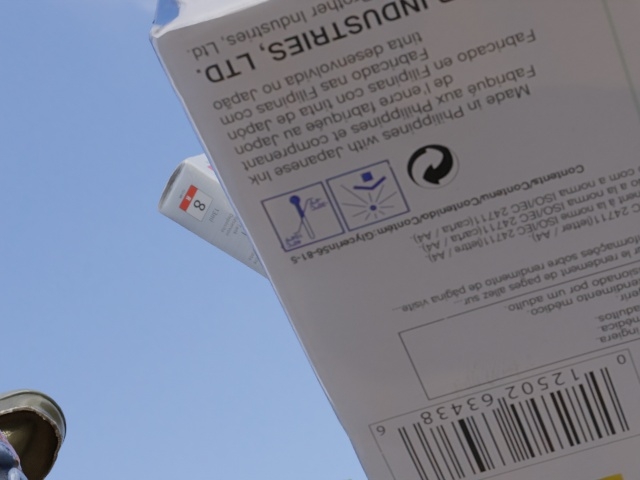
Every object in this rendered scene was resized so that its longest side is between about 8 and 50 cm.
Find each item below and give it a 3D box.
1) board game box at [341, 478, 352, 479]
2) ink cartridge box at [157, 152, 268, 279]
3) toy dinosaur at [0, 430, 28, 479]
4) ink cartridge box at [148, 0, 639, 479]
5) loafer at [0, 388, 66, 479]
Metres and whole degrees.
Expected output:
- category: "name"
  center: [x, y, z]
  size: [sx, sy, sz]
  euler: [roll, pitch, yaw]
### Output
- category: "board game box"
  center: [-0.050, 0.158, 0.683]
  size: [0.092, 0.181, 0.043]
  euler: [-38, -82, -31]
- category: "ink cartridge box"
  center: [0.000, 0.000, 0.972]
  size: [0.045, 0.179, 0.145]
  euler: [-64, -9, 14]
- category: "toy dinosaur"
  center: [-0.123, 0.095, 0.610]
  size: [0.047, 0.082, 0.090]
  euler: [-44, 12, 47]
- category: "ink cartridge box"
  center: [0.136, 0.014, 0.606]
  size: [0.270, 0.151, 0.395]
  euler: [-17, -61, 13]
- category: "loafer"
  center: [-0.300, 0.224, 1.230]
  size: [0.251, 0.087, 0.094]
  euler: [-44, -65, -13]
